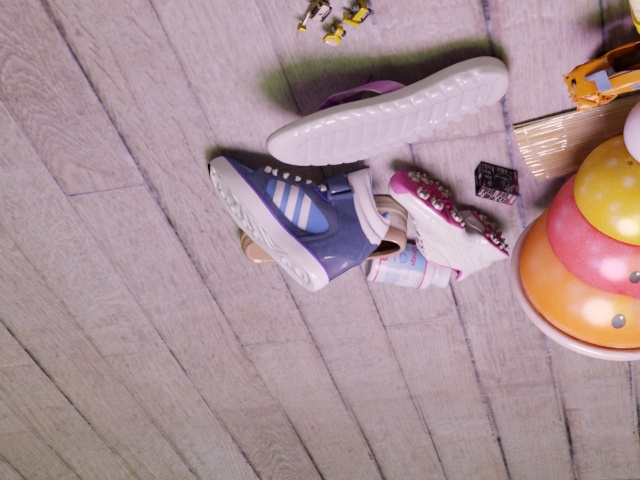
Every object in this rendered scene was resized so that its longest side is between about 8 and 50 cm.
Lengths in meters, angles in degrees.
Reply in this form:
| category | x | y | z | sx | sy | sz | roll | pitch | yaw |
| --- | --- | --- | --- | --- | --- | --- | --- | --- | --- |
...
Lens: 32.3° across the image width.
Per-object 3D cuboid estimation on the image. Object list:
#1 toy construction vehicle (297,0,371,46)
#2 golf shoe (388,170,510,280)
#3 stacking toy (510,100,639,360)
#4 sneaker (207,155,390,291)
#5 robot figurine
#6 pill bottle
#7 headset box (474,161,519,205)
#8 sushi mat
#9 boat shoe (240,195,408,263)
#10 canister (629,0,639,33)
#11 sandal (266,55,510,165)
| category | x | y | z | sx | sy | sz | roll | pitch | yaw |
| --- | --- | --- | --- | --- | --- | --- | --- | --- | --- |
| toy construction vehicle | 0.020 | -0.354 | 1.748 | 0.086 | 0.035 | 0.098 | 11 | 145 | -27 |
| golf shoe | 0.220 | -0.017 | 2.077 | 0.306 | 0.115 | 0.140 | 33 | 119 | -31 |
| stacking toy | 0.513 | -0.057 | 1.831 | 0.351 | 0.350 | 0.479 | 1 | 142 | 2 |
| sneaker | -0.024 | -0.082 | 2.032 | 0.323 | 0.236 | 0.130 | 46 | 161 | 14 |
| robot figurine | 0.533 | -0.279 | 1.693 | 0.291 | 0.211 | 0.085 | -15 | 95 | 33 |
| pill bottle | 0.175 | 0.050 | 2.204 | 0.160 | 0.087 | 0.087 | 9 | 142 | -8 |
| headset box | 0.325 | -0.103 | 2.018 | 0.083 | 0.062 | 0.032 | 14 | 141 | -15 |
| sushi mat | 0.506 | -0.188 | 1.931 | 0.317 | 0.019 | 0.151 | -13 | 140 | 21 |
| boat shoe | 0.000 | 0.000 | 2.133 | 0.341 | 0.110 | 0.121 | -12 | 140 | 18 |
| canister | 0.462 | -0.396 | 1.583 | 0.073 | 0.126 | 0.170 | -15 | 137 | 23 |
| sandal | 0.108 | -0.226 | 1.857 | 0.416 | 0.102 | 0.169 | -16 | 155 | 4 |
